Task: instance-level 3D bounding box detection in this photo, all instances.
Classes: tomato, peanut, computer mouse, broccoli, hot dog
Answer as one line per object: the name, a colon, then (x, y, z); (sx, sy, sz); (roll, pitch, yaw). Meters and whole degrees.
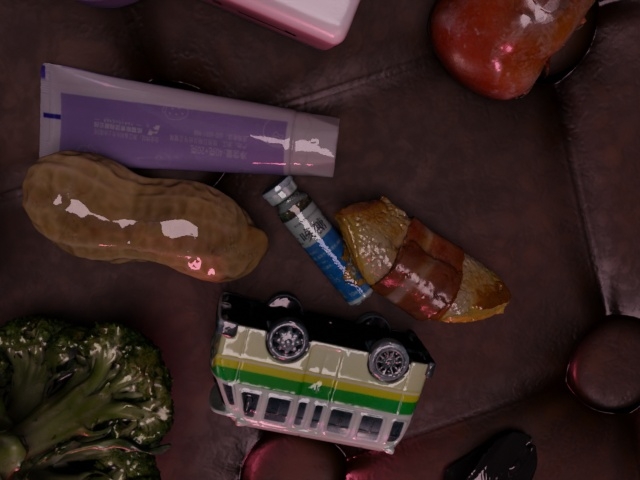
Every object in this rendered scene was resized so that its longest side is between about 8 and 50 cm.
tomato: (0.242, -0.276, 0.842); (0.180, 0.155, 0.214); (32, 98, -7)
peanut: (-0.209, -0.021, 0.865); (0.298, 0.136, 0.120); (14, 61, -12)
computer mouse: (0.247, 0.346, 1.020); (0.172, 0.057, 0.099); (-42, 101, 0)
broccoli: (-0.318, 0.241, 0.831); (0.303, 0.283, 0.322); (-16, 85, 9)
hot dog: (0.121, 0.039, 0.916); (0.261, 0.123, 0.093); (35, 133, -5)

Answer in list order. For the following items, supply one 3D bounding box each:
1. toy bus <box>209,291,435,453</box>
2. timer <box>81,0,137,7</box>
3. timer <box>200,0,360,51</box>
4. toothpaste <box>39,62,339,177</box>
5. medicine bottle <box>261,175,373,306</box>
toy bus: (-0.011, 0.170, 0.917); (0.275, 0.134, 0.165); (12, 100, -8)
timer: (-0.295, -0.465, 0.732); (0.394, 0.173, 0.395); (-1, 104, -5)
timer: (-0.039, -0.336, 0.775); (0.194, 0.194, 0.193); (21, 99, -8)
toothpaste: (-0.163, -0.135, 0.870); (0.370, 0.080, 0.125); (6, 106, -1)
medicine bottle: (0.000, 0.000, 0.925); (0.051, 0.051, 0.191); (-39, 103, 3)
